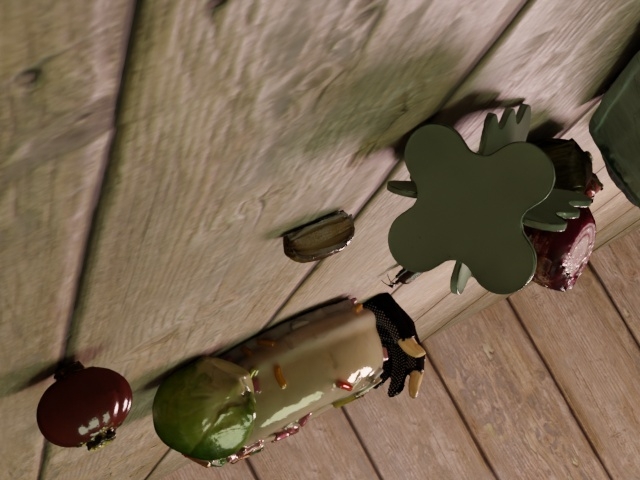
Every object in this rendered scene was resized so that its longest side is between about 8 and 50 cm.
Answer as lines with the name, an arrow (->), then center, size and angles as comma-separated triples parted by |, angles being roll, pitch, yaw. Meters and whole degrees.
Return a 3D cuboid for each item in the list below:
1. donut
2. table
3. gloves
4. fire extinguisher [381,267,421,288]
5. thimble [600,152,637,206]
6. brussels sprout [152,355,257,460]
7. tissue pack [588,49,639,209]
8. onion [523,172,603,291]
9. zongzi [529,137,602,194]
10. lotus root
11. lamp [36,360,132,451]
donut -> -0.066, 0.232, 1.916 | 0.382, 0.142, 0.382 | -27, 169, -6
table -> 0.162, -0.043, 1.152 | 0.166, 0.167, 0.198 | -33, 177, 23
gloves -> 0.125, 0.187, 2.097 | 0.129, 0.181, 0.106 | -32, 170, 23
fire extinguisher -> 0.136, 0.044, 1.845 | 0.100, 0.032, 0.046 | -38, 179, 13
thimble -> 0.441, -0.115, 1.562 | 0.150, 0.150, 0.098 | -22, 168, -36
brussels sprout -> -0.159, 0.231, 1.692 | 0.155, 0.155, 0.117 | -29, -161, 1
tissue pack -> 0.520, -0.183, 1.264 | 0.404, 0.205, 0.332 | -29, 170, -5
onion -> 0.367, -0.025, 1.938 | 0.198, 0.135, 0.173 | -66, 160, -12
zongzi -> 0.233, -0.066, 1.464 | 0.184, 0.084, 0.187 | -17, 179, 18
lotus root -> -0.001, 0.000, 1.225 | 0.083, 0.037, 0.030 | -23, 173, -31
lamp -> -0.242, 0.170, 1.254 | 0.101, 0.090, 0.101 | -29, 172, -5
